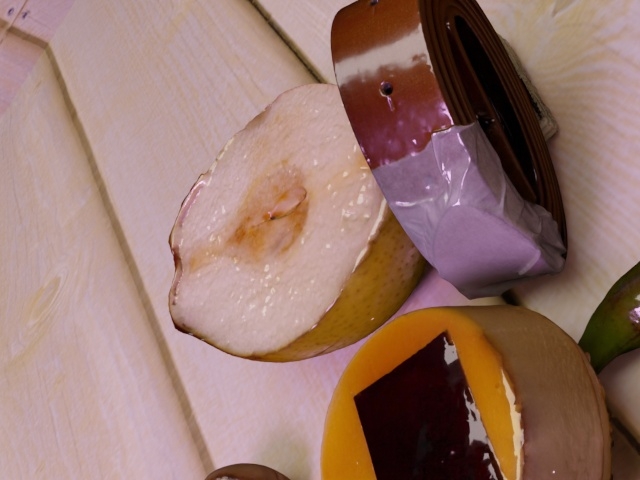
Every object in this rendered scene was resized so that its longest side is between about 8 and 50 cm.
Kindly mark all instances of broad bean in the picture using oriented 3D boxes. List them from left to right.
[{"bbox_3d":[0.332,0.018,0.924,0.339,0.061,0.077,-52,22,14],"label":"broad bean"}]

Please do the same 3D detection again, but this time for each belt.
[{"bbox_3d":[0.142,-0.108,1.041,0.122,0.338,0.217,-20,11,32],"label":"belt"}]

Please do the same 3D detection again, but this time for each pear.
[{"bbox_3d":[0.000,0.000,1.241,0.386,0.191,0.340,-25,54,40],"label":"pear"}]

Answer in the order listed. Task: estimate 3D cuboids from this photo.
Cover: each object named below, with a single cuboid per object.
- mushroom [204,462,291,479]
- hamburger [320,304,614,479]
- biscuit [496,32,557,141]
[{"bbox_3d":[-0.104,0.451,1.136,0.137,0.154,0.407,94,177,-56],"label":"mushroom"},{"bbox_3d":[0.138,0.199,0.956,0.300,0.176,0.300,-24,57,43],"label":"hamburger"},{"bbox_3d":[0.186,-0.168,1.235,0.147,0.046,0.250,-45,41,26],"label":"biscuit"}]
